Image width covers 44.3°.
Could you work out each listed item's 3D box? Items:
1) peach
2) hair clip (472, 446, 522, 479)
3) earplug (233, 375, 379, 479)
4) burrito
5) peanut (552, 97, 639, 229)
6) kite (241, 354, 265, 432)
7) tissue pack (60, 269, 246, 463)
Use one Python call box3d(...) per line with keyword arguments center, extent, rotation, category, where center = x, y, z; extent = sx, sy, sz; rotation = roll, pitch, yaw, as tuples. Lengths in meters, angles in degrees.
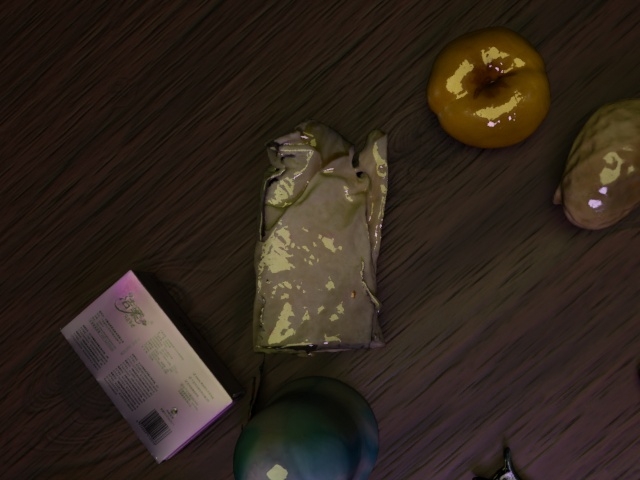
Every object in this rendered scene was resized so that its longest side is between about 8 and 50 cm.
box3d(center=(0.240, -0.216, 1.129), extent=(0.179, 0.103, 0.179), rotation=(-1, 82, 6), category="peach")
box3d(center=(0.316, 0.396, 1.094), extent=(0.070, 0.039, 0.229), rotation=(-44, 82, 1), category="hair clip")
box3d(center=(-0.025, 0.278, 1.008), extent=(0.185, 0.324, 0.185), rotation=(-1, 84, 7), category="earplug")
box3d(center=(0.003, 0.000, 1.126), extent=(0.190, 0.135, 0.331), rotation=(2, 82, -1), category="burrito")
box3d(center=(0.452, -0.127, 1.069), extent=(0.291, 0.143, 0.159), rotation=(-22, 93, 3), category="peanut")
box3d(center=(-0.101, 0.249, 1.125), extent=(0.010, 0.183, 0.160), rotation=(10, 130, 2), category="kite")
box3d(center=(-0.242, 0.180, 1.164), extent=(0.148, 0.092, 0.246), rotation=(-40, 81, 4), category="tissue pack")
